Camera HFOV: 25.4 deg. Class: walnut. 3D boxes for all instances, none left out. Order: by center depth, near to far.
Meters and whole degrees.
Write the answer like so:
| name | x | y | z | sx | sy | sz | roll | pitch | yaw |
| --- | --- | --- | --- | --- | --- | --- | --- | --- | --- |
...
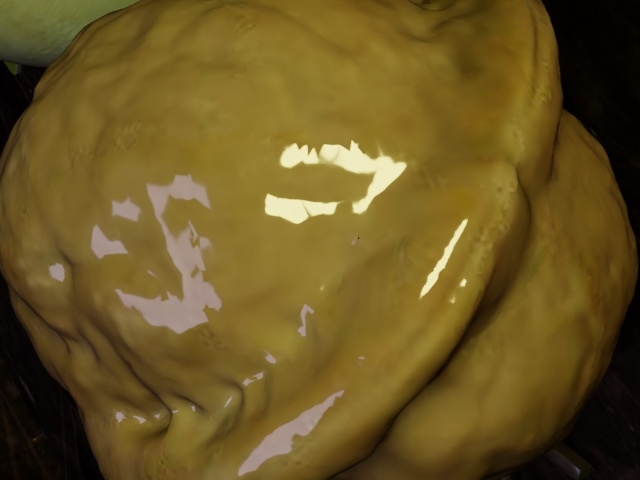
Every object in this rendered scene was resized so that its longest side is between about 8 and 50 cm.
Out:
| name | x | y | z | sx | sy | sz | roll | pitch | yaw |
| --- | --- | --- | --- | --- | --- | --- | --- | --- | --- |
| walnut | -0.001 | 0.005 | 0.829 | 0.383 | 0.383 | 0.383 | 45 | 154 | 30 |

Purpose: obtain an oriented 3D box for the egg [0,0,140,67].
| name | x | y | z | sx | sy | sz | roll | pitch | yaw |
| --- | --- | --- | --- | --- | --- | --- | --- | --- | --- |
| egg | -0.152 | -0.219 | 0.917 | 0.218 | 0.295 | 0.218 | 0 | 90 | 39 |

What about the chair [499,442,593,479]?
| name | x | y | z | sx | sy | sz | roll | pitch | yaw |
| --- | --- | --- | --- | --- | --- | --- | --- | --- | --- |
| chair | 0.044 | 0.153 | 1.109 | 0.319 | 0.160 | 0.186 | 40 | 149 | 34 |

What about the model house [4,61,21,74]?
| name | x | y | z | sx | sy | sz | roll | pitch | yaw |
| --- | --- | --- | --- | --- | --- | --- | --- | --- | --- |
| model house | -0.545 | -0.257 | 1.603 | 0.300 | 0.324 | 0.340 | 56 | 157 | 9 |
